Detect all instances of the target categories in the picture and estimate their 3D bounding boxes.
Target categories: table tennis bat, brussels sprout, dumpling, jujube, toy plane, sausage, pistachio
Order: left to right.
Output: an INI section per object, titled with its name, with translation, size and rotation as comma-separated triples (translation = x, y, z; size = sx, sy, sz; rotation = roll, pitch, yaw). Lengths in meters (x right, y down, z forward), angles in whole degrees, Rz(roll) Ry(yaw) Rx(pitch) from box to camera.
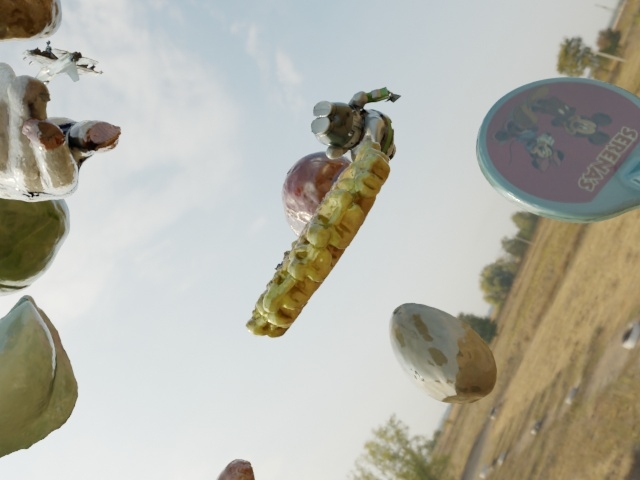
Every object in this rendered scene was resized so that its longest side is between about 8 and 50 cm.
[brussels sprout]
translation = -0.711, -0.031, 1.342
size = 0.289, 0.354, 0.282
rotation = 42, -119, -44
[dumpling]
translation = -0.394, 0.177, 0.804
size = 0.149, 0.104, 0.217
rotation = 76, -162, -48
[toy plane]
translation = -0.545, -0.361, 1.290
size = 0.160, 0.234, 0.083
rotation = 6, -87, -46
[sausage]
translation = -0.207, 0.615, 1.290
size = 0.094, 0.094, 0.419
rotation = -16, -50, -46
[jujube]
translation = 0.013, -0.091, 1.581
size = 0.223, 0.223, 0.318
rotation = -60, -6, -22
[pistachio]
translation = 0.199, 0.191, 1.063
size = 0.135, 0.226, 0.136
rotation = -20, -51, -27
[table tennis bat]
translation = 0.242, -0.059, 0.510
size = 0.153, 0.244, 0.040
rotation = -44, -32, -16

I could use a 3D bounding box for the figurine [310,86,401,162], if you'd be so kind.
[figurine]
translation = 0.068, -0.184, 1.081
size = 0.192, 0.126, 0.147
rotation = 16, -108, -47

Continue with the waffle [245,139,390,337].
[waffle]
translation = 0.001, 0.001, 0.835
size = 0.309, 0.065, 0.283
rotation = -54, 3, -14

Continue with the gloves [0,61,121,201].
[gloves]
translation = -0.308, -0.098, 0.669
size = 0.131, 0.140, 0.218
rotation = -62, 26, -2

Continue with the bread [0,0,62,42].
[bread]
translation = -0.435, -0.312, 0.757
size = 0.230, 0.229, 0.123
rotation = -38, -38, -58
